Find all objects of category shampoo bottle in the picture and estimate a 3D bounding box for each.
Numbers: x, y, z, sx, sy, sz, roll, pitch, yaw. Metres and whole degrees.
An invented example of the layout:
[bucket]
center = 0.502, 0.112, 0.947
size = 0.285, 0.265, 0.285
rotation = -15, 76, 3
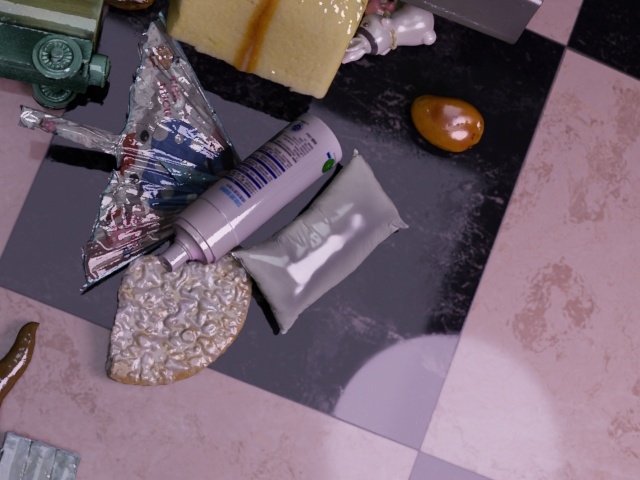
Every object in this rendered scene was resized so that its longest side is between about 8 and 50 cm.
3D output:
[shampoo bottle]
center = -0.105, -0.059, 1.772
size = 0.303, 0.092, 0.092
rotation = -41, 93, -20

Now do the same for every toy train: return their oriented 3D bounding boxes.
[toy train]
center = -0.441, -0.296, 1.751
size = 0.307, 0.126, 0.189
rotation = 10, 63, -9

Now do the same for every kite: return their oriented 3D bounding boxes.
[kite]
center = -0.247, -0.118, 1.744
size = 0.368, 0.014, 0.406
rotation = 16, 86, -30

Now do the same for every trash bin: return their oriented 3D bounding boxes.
[trash bin]
center = 0.204, -0.407, 1.841
size = 0.240, 0.122, 0.164
rotation = 23, 44, -10

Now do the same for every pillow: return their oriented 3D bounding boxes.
[pillow]
center = -0.001, 0.000, 1.801
size = 0.254, 0.078, 0.144
rotation = -40, 115, -14

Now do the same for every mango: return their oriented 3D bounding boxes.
[mango]
center = 0.189, -0.179, 1.874
size = 0.114, 0.060, 0.080
rotation = 31, 96, -8

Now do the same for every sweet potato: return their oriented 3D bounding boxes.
[sweet potato]
center = -0.455, 0.221, 1.718
size = 0.069, 0.059, 0.249
rotation = 25, 76, -27

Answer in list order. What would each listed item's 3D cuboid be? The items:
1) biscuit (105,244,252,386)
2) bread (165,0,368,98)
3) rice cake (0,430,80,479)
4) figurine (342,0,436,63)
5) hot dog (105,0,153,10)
[biscuit]
center = -0.209, 0.098, 1.783
size = 0.265, 0.040, 0.188
rotation = -40, 93, -13
[bread]
center = -0.063, -0.380, 1.759
size = 0.263, 0.198, 0.236
rotation = 21, 48, -11
[rice cake]
center = -0.408, 0.380, 1.718
size = 0.124, 0.038, 0.211
rotation = 20, 82, -8
[figurine]
center = 0.091, -0.318, 1.874
size = 0.146, 0.081, 0.098
rotation = -14, 44, -7
[hot dog]
center = -0.308, -0.372, 1.812
size = 0.144, 0.038, 0.062
rotation = 13, 85, -7
